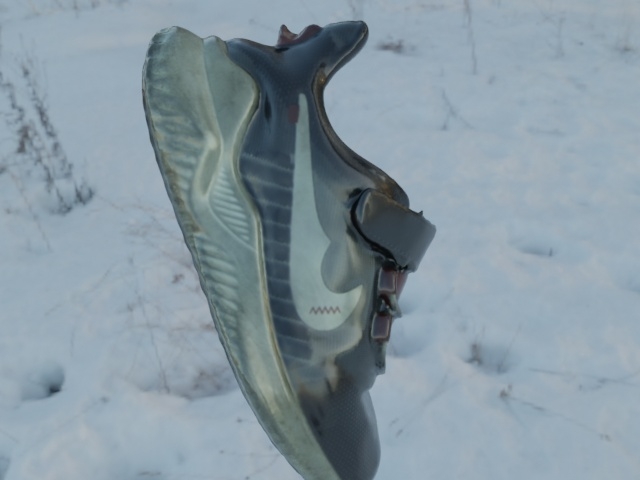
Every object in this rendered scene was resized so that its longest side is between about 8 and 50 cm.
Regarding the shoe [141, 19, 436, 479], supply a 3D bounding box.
[{"bbox_3d":[0.000,0.000,0.405,0.112,0.227,0.099,-23,3,-1],"label":"shoe"}]
